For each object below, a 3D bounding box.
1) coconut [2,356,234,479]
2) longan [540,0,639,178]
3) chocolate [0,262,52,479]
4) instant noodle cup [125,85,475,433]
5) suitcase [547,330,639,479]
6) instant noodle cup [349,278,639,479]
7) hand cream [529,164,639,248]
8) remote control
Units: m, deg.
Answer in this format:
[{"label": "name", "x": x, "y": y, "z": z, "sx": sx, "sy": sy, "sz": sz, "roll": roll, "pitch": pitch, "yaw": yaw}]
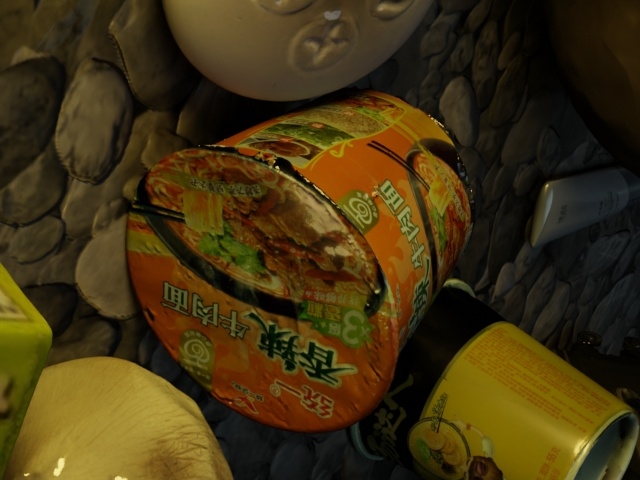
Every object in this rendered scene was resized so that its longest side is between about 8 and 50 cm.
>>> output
[{"label": "coconut", "x": -0.153, "y": 0.189, "z": 0.961, "sx": 0.224, "sy": 0.224, "sz": 0.224, "roll": -34, "pitch": 138, "yaw": -38}, {"label": "longan", "x": 0.400, "y": -0.217, "z": 1.289, "sx": 0.391, "sy": 0.391, "sz": 0.391, "roll": -34, "pitch": 138, "yaw": -38}, {"label": "chocolate", "x": -0.310, "y": 0.130, "z": 0.750, "sx": 0.301, "sy": 0.137, "sz": 0.289, "roll": 6, "pitch": 108, "yaw": -57}, {"label": "instant noodle cup", "x": 0.000, "y": 0.000, "z": 1.041, "sx": 0.182, "sy": 0.230, "sz": 0.230, "roll": -40, "pitch": 142, "yaw": -46}, {"label": "suitcase", "x": 0.321, "y": 0.306, "z": 1.611, "sx": 0.434, "sy": 0.194, "sz": 0.283, "roll": -94, "pitch": -166, "yaw": -64}, {"label": "instant noodle cup", "x": 0.180, "y": 0.179, "z": 1.403, "sx": 0.215, "sy": 0.236, "sz": 0.215, "roll": -37, "pitch": 142, "yaw": -35}, {"label": "hand cream", "x": 0.314, "y": -0.048, "z": 1.608, "sx": 0.255, "sy": 0.048, "sz": 0.079, "roll": -16, "pitch": 120, "yaw": -47}, {"label": "remote control", "x": 0.011, "y": -0.239, "z": 0.936, "sx": 0.221, "sy": 0.103, "sz": 0.332, "roll": -3, "pitch": 126, "yaw": -35}]
